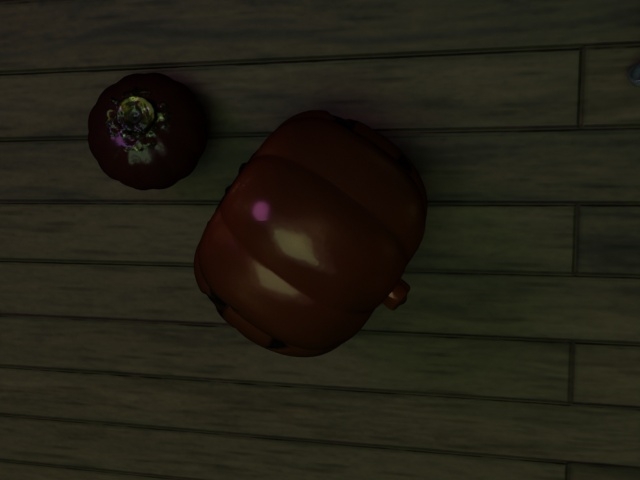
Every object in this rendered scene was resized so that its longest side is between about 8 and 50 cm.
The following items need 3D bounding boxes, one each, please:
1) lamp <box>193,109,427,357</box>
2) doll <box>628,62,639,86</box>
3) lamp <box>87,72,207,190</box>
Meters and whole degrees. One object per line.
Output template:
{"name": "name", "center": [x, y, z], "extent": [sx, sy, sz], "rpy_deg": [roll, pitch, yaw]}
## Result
{"name": "lamp", "center": [0.000, 0.000, 0.613], "extent": [0.164, 0.188, 0.188], "rpy_deg": [36, 116, -5]}
{"name": "doll", "center": [0.318, -0.135, 0.520], "extent": [0.227, 0.057, 0.114], "rpy_deg": [-1, 78, 39]}
{"name": "lamp", "center": [-0.145, -0.091, 0.669], "extent": [0.101, 0.090, 0.101], "rpy_deg": [-1, 79, 3]}
